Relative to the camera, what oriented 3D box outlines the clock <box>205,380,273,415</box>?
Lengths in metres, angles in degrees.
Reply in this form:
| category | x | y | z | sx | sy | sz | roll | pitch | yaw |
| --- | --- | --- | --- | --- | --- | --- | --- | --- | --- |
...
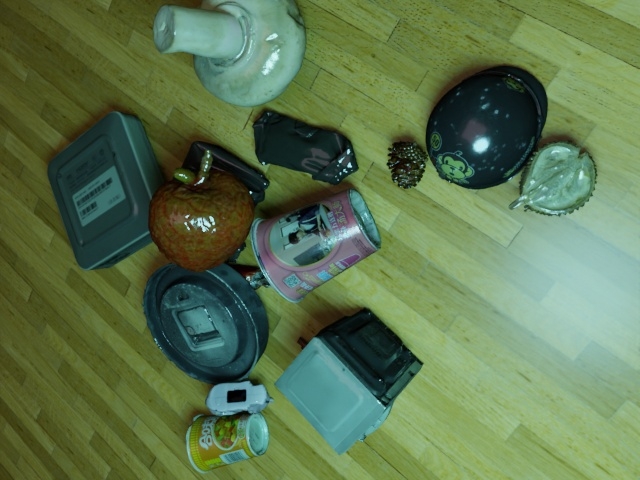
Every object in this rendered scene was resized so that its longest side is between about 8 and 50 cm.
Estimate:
| category | x | y | z | sx | sy | sz | roll | pitch | yaw |
| --- | --- | --- | --- | --- | --- | --- | --- | --- | --- |
| clock | -0.224 | 0.441 | 1.435 | 0.176 | 0.117 | 0.080 | -6 | 61 | 5 |

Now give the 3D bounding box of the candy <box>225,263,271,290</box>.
| category | x | y | z | sx | sy | sz | roll | pitch | yaw |
| --- | --- | --- | --- | --- | --- | --- | --- | --- | --- |
| candy | -0.240 | 0.102 | 1.444 | 0.292 | 0.086 | 0.059 | 6 | 107 | 24 |

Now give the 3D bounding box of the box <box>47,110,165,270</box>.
| category | x | y | z | sx | sy | sz | roll | pitch | yaw |
| --- | --- | --- | --- | --- | --- | --- | --- | --- | --- |
| box | -0.657 | -0.147 | 1.608 | 0.396 | 0.111 | 0.396 | -27 | 82 | 26 |

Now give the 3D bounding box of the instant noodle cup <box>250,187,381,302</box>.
| category | x | y | z | sx | sy | sz | roll | pitch | yaw |
| --- | --- | --- | --- | --- | --- | --- | --- | --- | --- |
| instant noodle cup | 0.000 | 0.000 | 1.253 | 0.255 | 0.244 | 0.244 | -25 | 84 | 17 |

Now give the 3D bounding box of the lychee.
| category | x | y | z | sx | sy | sz | roll | pitch | yaw |
| --- | --- | --- | --- | --- | --- | --- | --- | --- | --- |
| lychee | -0.283 | -0.066 | 1.252 | 0.255 | 0.255 | 0.300 | 30 | 134 | 20 |

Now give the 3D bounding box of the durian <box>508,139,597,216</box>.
| category | x | y | z | sx | sy | sz | roll | pitch | yaw |
| --- | --- | --- | --- | --- | --- | --- | --- | --- | --- |
| durian | 0.469 | -0.114 | 1.071 | 0.188 | 0.091 | 0.148 | -33 | 79 | 2 |

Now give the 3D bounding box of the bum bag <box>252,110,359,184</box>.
| category | x | y | z | sx | sy | sz | roll | pitch | yaw |
| --- | --- | --- | --- | --- | --- | --- | --- | --- | --- |
| bum bag | -0.046 | -0.229 | 1.325 | 0.326 | 0.080 | 0.142 | 25 | 98 | 25 |

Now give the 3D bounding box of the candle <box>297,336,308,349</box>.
| category | x | y | z | sx | sy | sz | roll | pitch | yaw |
| --- | --- | --- | --- | --- | --- | --- | --- | --- | --- |
| candle | 0.004 | 0.316 | 1.382 | 0.167 | 0.021 | 0.026 | 35 | 89 | 20 |

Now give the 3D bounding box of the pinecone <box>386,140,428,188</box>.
| category | x | y | z | sx | sy | sz | roll | pitch | yaw |
| --- | --- | --- | --- | --- | --- | --- | --- | --- | --- |
| pinecone | 0.202 | -0.174 | 1.196 | 0.102 | 0.102 | 0.109 | -4 | 114 | 26 |

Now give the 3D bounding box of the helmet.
| category | x | y | z | sx | sy | sz | roll | pitch | yaw |
| --- | --- | --- | --- | --- | --- | --- | --- | --- | --- |
| helmet | 0.338 | -0.240 | 1.089 | 0.230 | 0.160 | 0.279 | 43 | 112 | 18 |

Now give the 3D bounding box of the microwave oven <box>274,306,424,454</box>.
| category | x | y | z | sx | sy | sz | roll | pitch | yaw |
| --- | --- | --- | --- | --- | --- | --- | --- | --- | --- |
| microwave oven | 0.081 | 0.298 | 1.190 | 0.237 | 0.295 | 0.181 | 45 | 112 | 16 |

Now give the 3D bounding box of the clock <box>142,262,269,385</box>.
| category | x | y | z | sx | sy | sz | roll | pitch | yaw |
| --- | --- | --- | --- | --- | --- | --- | --- | --- | --- |
| clock | -0.319 | 0.222 | 1.443 | 0.386 | 0.076 | 0.386 | 10 | 116 | 22 |

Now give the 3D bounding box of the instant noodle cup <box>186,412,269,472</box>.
| category | x | y | z | sx | sy | sz | roll | pitch | yaw |
| --- | --- | --- | --- | --- | --- | --- | --- | --- | --- |
| instant noodle cup | -0.253 | 0.556 | 1.464 | 0.185 | 0.168 | 0.168 | -16 | 88 | 18 |

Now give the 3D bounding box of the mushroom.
| category | x | y | z | sx | sy | sz | roll | pitch | yaw |
| --- | --- | --- | --- | --- | --- | --- | --- | --- | --- |
| mushroom | -0.215 | -0.481 | 1.289 | 0.356 | 0.315 | 0.315 | -18 | 86 | -8 |

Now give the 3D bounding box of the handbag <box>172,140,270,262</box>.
| category | x | y | z | sx | sy | sz | roll | pitch | yaw |
| --- | --- | --- | --- | --- | --- | --- | --- | --- | --- |
| handbag | -0.289 | -0.102 | 1.438 | 0.257 | 0.113 | 0.285 | 29 | 105 | 11 |
